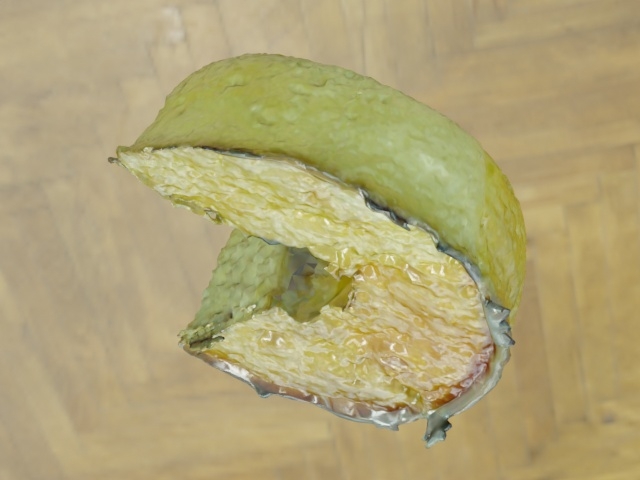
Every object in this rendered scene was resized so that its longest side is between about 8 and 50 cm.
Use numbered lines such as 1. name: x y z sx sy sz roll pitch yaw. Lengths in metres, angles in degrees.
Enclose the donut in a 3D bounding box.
1. donut: 0.010 0.002 0.640 0.146 0.078 0.181 15 149 17
